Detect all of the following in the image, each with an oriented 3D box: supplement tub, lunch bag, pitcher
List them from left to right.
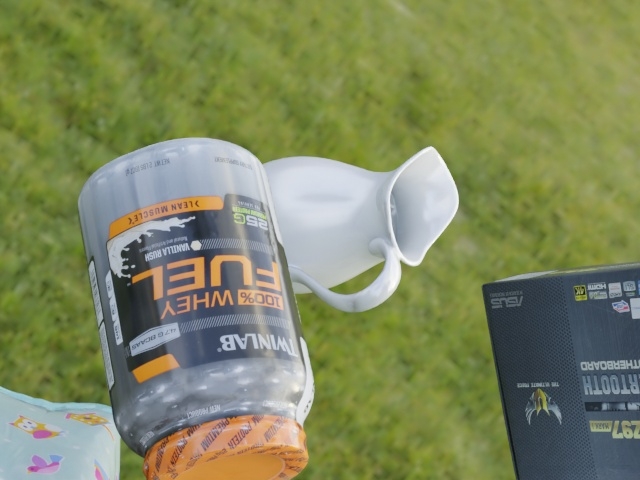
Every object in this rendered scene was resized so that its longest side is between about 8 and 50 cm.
[{"bbox_3d":[-0.238,0.253,1.239,0.160,0.262,0.223,14,13,-1],"label":"lunch bag"},{"bbox_3d":[-0.070,0.047,1.028,0.117,0.117,0.190,9,56,-41],"label":"supplement tub"},{"bbox_3d":[0.000,0.000,1.604,0.125,0.207,0.178,61,40,-31],"label":"pitcher"}]

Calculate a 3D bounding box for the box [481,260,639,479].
[{"bbox_3d":[0.235,0.110,1.394,0.059,0.232,0.183,-13,93,-36],"label":"box"}]
